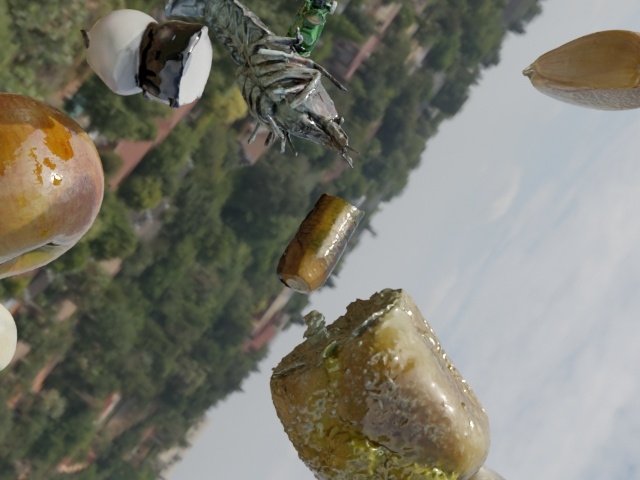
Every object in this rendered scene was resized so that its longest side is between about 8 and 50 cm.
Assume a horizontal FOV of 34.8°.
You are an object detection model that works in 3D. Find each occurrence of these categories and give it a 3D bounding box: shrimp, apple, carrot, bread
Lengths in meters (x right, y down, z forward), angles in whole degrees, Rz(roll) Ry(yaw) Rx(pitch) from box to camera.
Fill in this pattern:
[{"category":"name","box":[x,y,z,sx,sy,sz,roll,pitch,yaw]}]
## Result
[{"category":"shrimp","box":[-0.091,-0.273,1.642,0.166,0.410,0.221,-15,152,-39]},{"category":"apple","box":[-0.628,-0.091,1.982,0.400,0.333,0.400,-12,156,-5]},{"category":"carrot","box":[0.000,0.000,1.534,0.173,0.082,0.082,-61,-178,-26]},{"category":"bread","box":[0.056,0.184,1.135,0.195,0.246,0.176,-32,-178,18]}]

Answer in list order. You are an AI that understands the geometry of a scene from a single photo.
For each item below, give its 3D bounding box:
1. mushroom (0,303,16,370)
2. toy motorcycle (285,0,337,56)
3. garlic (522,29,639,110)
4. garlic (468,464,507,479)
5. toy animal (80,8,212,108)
[{"category":"mushroom","box":[-0.787,0.208,2.153,0.234,0.260,0.254,-62,152,-14]},{"category":"toy motorcycle","box":[-0.023,-0.389,1.814,0.190,0.074,0.106,131,-22,-62]},{"category":"garlic","box":[0.495,-0.300,1.818,0.164,0.245,0.145,-29,119,-62]},{"category":"garlic","box":[0.244,0.470,1.642,0.237,0.292,0.210,113,0,-74]},{"category":"toy animal","box":[-0.339,-0.357,1.980,0.187,0.235,0.165,-48,149,-69]}]
